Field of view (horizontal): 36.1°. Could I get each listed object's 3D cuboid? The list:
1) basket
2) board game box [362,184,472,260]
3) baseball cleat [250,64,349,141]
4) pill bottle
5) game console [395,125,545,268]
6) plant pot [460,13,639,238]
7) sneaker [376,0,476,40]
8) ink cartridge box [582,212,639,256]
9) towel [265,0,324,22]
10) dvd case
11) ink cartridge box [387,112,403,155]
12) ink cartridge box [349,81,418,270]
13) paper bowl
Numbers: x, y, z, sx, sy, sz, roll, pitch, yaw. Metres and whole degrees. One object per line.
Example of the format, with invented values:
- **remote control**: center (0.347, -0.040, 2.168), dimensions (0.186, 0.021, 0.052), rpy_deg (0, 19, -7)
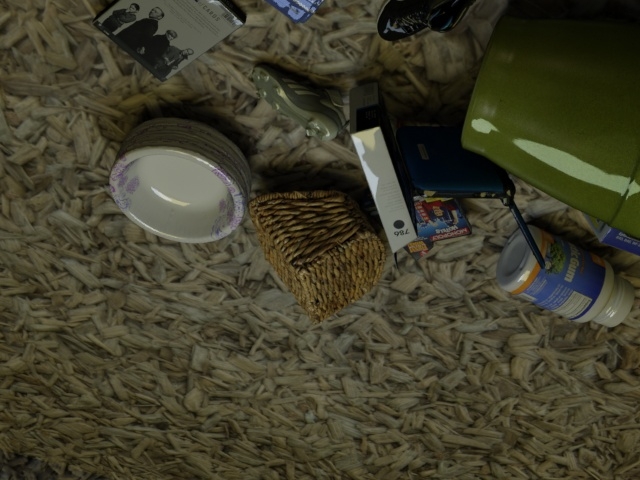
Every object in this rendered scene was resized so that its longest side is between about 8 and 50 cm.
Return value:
- **basket**: center (0.000, 0.000, 2.115), dimensions (0.213, 0.223, 0.299), rpy_deg (-32, 154, -10)
- **board game box**: center (0.217, -0.046, 2.088), dimensions (0.194, 0.060, 0.194), rpy_deg (-11, 135, 25)
- **baseball cleat**: center (-0.034, -0.273, 1.876), dimensions (0.206, 0.109, 0.072), rpy_deg (44, 147, 7)
- **pill bottle**: center (0.526, 0.084, 2.096), dimensions (0.272, 0.152, 0.152), rpy_deg (23, 139, -14)
- **game console**: center (0.273, -0.084, 1.814), dimensions (0.250, 0.293, 0.173), rpy_deg (0, 117, -4)
- **plant pot**: center (0.434, -0.221, 1.647), dimensions (0.353, 0.366, 0.366), rpy_deg (19, 141, 9)
- **sneaker**: center (0.169, -0.382, 1.657), dimensions (0.079, 0.121, 0.217), rpy_deg (36, 134, -26)
- **ink cartridge box**: center (0.654, 0.000, 1.855), dimensions (0.303, 0.307, 0.072), rpy_deg (20, 116, -9)
- **towel**: center (-0.036, -0.527, 1.611), dimensions (0.243, 0.040, 0.336), rpy_deg (31, 134, -20)
- **dvd case**: center (-0.279, -0.405, 1.807), dimensions (0.238, 0.030, 0.179), rpy_deg (-27, 127, 36)
- **ink cartridge box**: center (0.129, -0.217, 1.933), dimensions (0.115, 0.029, 0.063), rpy_deg (27, 136, -20)
- **ink cartridge box**: center (0.129, -0.119, 1.879), dimensions (0.065, 0.165, 0.333), rpy_deg (-13, 128, 10)
- **paper bowl**: center (-0.281, -0.137, 2.029), dimensions (0.284, 0.148, 0.284), rpy_deg (6, 140, 5)
